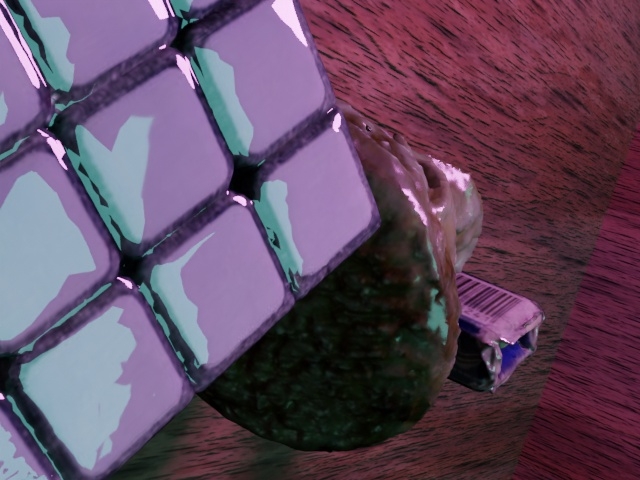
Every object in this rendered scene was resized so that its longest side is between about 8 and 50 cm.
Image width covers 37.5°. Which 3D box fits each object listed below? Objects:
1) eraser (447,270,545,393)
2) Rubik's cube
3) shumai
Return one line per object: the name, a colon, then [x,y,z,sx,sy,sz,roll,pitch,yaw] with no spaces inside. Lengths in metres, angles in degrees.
eraser: [0.125,0.088,1.275,0.155,0.332,0.101,-24,129,-51]
Rubik's cube: [-0.228,-0.067,0.525,0.344,0.345,0.337,-43,124,-35]
shumai: [0.000,0.000,1.091,0.348,0.395,0.394,-56,155,-64]
